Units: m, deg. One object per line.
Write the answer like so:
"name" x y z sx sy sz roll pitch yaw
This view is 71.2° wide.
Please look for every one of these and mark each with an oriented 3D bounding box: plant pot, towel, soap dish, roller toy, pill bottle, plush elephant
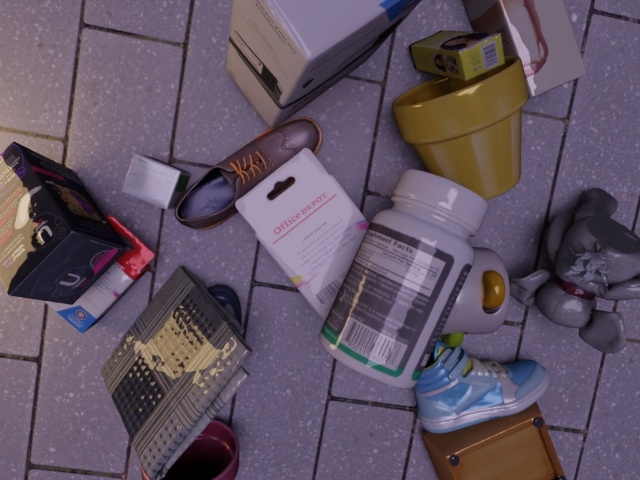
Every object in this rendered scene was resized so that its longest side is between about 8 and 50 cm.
"plant pot" 0.304 -0.216 0.925 0.254 0.254 0.239 -24 111 -2
"towel" -0.303 0.256 0.929 0.312 0.056 0.324 39 93 38
"soap dish" 0.416 0.511 1.056 0.291 0.118 0.229 -23 97 -3
"roller toy" 0.315 0.106 0.970 0.146 0.191 0.209 0 132 -5
"pill bottle" 0.158 0.067 0.835 0.204 0.204 0.361 25 91 -6
"plant pot" -0.278 0.528 0.980 0.201 0.201 0.180 1 111 -4
"plush elephant" 0.583 0.086 0.978 0.330 0.255 0.272 -23 53 -33

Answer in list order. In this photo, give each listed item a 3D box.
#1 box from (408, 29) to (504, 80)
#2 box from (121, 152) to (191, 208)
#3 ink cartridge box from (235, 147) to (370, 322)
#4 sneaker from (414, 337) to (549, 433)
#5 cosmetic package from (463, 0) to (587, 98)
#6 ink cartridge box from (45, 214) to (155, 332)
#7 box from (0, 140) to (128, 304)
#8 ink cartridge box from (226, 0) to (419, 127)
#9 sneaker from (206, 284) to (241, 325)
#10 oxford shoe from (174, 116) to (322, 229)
"box" 0.266 -0.377 0.900 0.087 0.232 0.058 -25 118 -2
"box" -0.344 -0.124 0.946 0.102 0.101 0.087 22 94 -6
"ink cartridge box" 0.000 0.000 0.974 0.207 0.119 0.353 -38 98 -1
"sneaker" 0.355 0.295 1.028 0.319 0.127 0.208 -20 98 -3
"cosmetic package" 0.420 -0.451 0.948 0.129 0.153 0.296 -23 95 0
"ink cartridge box" -0.472 0.067 0.967 0.134 0.078 0.231 45 91 -7
"box" -0.535 -0.031 0.866 0.165 0.143 0.270 -44 67 2
"ink cartridge box" 0.001 -0.380 0.782 0.285 0.395 0.166 -38 99 -10
"sneaker" -0.242 0.260 0.976 0.112 0.131 0.319 9 94 -5
"oxford shoe" -0.145 -0.138 0.943 0.364 0.133 0.130 -38 95 -1
